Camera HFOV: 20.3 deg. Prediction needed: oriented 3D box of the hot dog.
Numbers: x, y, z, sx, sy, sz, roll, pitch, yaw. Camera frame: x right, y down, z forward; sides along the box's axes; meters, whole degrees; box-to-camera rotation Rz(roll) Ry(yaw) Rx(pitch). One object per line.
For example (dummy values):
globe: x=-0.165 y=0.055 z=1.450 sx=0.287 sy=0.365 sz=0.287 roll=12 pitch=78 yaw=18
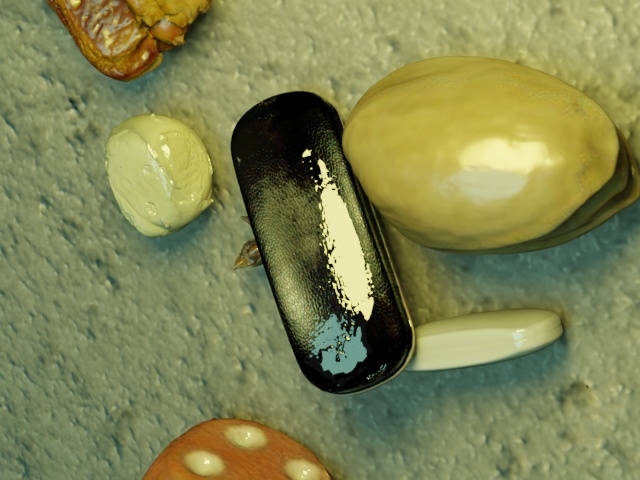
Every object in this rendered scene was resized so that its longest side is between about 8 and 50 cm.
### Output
hot dog: x=-0.243 y=-0.329 z=1.847 sx=0.158 sy=0.117 sz=0.349 roll=-43 pitch=78 yaw=32

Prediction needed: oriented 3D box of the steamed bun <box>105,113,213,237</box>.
steamed bun: x=-0.169 y=-0.074 z=1.900 sx=0.112 sy=0.091 sz=0.130 roll=-26 pitch=92 yaw=44

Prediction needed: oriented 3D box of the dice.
dice: x=-0.098 y=0.309 z=1.935 sx=0.179 sy=0.174 sz=0.175 roll=32 pitch=124 yaw=21

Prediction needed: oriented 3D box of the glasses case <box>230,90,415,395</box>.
glasses case: x=0.000 y=0.000 z=1.770 sx=0.122 sy=0.075 sz=0.314 roll=-23 pitch=74 yaw=13

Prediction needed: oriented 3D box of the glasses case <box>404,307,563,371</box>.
glasses case: x=0.146 y=0.098 z=1.750 sx=0.193 sy=0.074 sz=0.049 roll=-10 pitch=97 yaw=37

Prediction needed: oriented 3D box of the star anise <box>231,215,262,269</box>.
star anise: x=-0.045 y=-0.002 z=1.857 sx=0.129 sy=0.056 sz=0.124 roll=-36 pitch=82 yaw=23

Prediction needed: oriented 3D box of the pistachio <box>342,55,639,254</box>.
pistachio: x=0.144 y=-0.076 z=1.638 sx=0.293 sy=0.162 sz=0.182 roll=8 pitch=80 yaw=35
